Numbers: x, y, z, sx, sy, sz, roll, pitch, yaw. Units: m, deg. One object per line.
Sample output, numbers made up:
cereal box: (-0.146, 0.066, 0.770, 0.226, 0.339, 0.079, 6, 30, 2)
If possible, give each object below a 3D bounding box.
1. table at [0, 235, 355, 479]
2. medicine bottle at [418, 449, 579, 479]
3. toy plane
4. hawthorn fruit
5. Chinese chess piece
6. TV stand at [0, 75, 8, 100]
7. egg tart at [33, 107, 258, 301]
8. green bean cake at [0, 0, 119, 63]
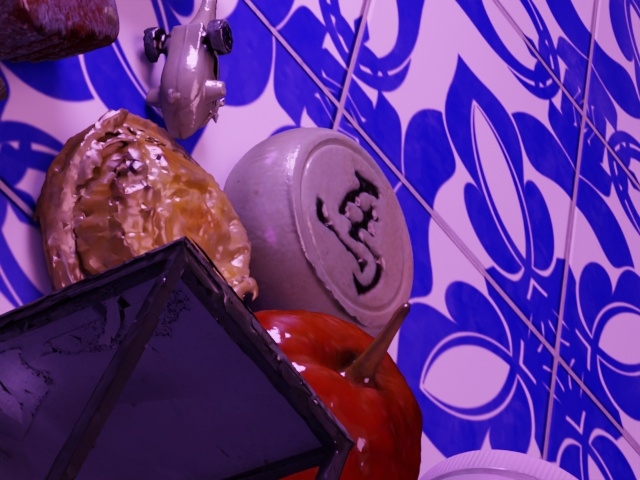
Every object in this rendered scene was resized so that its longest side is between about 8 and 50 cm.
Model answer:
table: (-0.199, 0.205, 1.225, 0.222, 0.335, 0.272, 52, 36, -24)
medicine bottle: (0.164, 0.377, 1.736, 0.252, 0.252, 0.241, 58, 33, -15)
toy plane: (-0.126, -0.215, 1.828, 0.108, 0.092, 0.286, 63, 26, -51)
hawthorn fruit: (-0.030, 0.171, 1.506, 0.287, 0.330, 0.287, 39, 19, -16)
Chinese chess piece: (0.000, 0.000, 1.860, 0.250, 0.101, 0.250, 34, 46, -44)
TV stand: (-0.349, -0.080, 1.445, 0.040, 0.049, 0.256, 59, 33, -16)
egg tart: (-0.144, 0.004, 1.643, 0.291, 0.107, 0.291, 32, 48, -43)
green bean cake: (-0.278, -0.261, 1.575, 0.232, 0.097, 0.199, -30, 104, -73)
